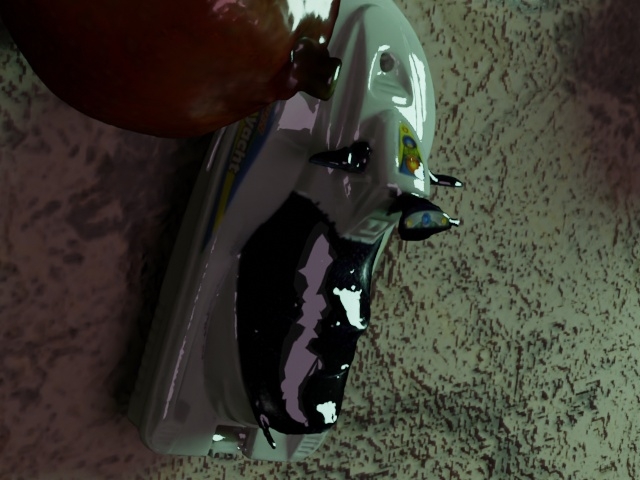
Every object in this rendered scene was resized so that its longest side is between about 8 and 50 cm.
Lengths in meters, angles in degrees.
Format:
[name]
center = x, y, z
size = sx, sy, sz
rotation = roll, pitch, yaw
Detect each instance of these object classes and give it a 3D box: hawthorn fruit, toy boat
[hawthorn fruit]
center = -0.064, -0.129, 0.882
size = 0.169, 0.188, 0.169
rotation = -42, 152, -28
[toy boat]
center = -0.006, 0.002, 1.036
size = 0.140, 0.141, 0.269
rotation = 9, 115, -45
